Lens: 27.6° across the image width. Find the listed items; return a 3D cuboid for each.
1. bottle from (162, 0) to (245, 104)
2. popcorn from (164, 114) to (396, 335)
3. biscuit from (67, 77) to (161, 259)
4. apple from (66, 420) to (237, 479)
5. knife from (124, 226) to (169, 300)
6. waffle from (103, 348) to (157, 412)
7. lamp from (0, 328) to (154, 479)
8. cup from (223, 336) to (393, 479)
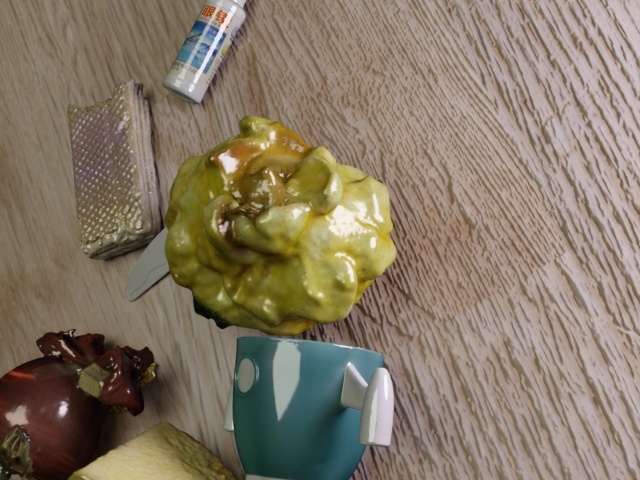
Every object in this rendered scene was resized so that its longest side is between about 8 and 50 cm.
[{"bbox_3d":[-0.137,-0.288,1.738,0.060,0.060,0.217,24,82,34],"label":"bottle"},{"bbox_3d":[-0.051,-0.016,1.478,0.286,0.252,0.215,17,41,30],"label":"popcorn"},{"bbox_3d":[-0.273,-0.095,1.736,0.108,0.062,0.238,-19,63,20],"label":"biscuit"},{"bbox_3d":[-0.227,0.380,1.408,0.309,0.252,0.314,-63,32,17],"label":"apple"},{"bbox_3d":[-0.165,-0.006,1.656,0.244,0.032,0.058,-33,82,17],"label":"knife"},{"bbox_3d":[-0.247,0.177,1.639,0.078,0.016,0.085,21,82,38],"label":"waffle"},{"bbox_3d":[-0.326,0.206,1.579,0.215,0.151,0.223,20,92,47],"label":"lamp"},{"bbox_3d":[-0.019,0.200,1.420,0.300,0.168,0.173,-8,73,55],"label":"cup"}]
